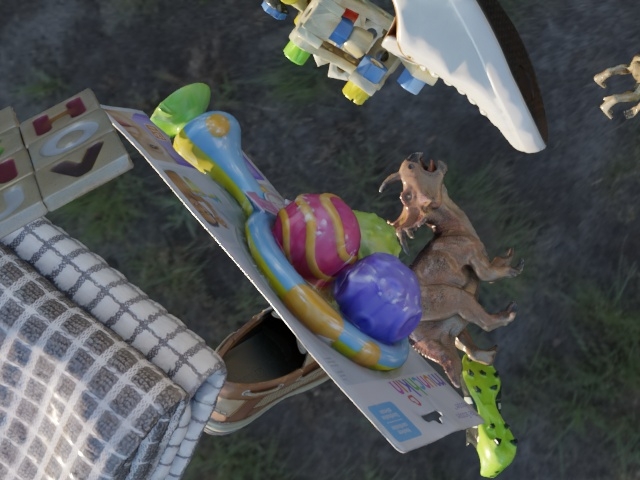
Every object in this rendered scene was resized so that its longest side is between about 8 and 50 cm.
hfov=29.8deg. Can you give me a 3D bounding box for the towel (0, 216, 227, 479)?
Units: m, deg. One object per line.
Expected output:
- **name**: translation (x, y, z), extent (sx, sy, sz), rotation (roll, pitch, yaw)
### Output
- **towel**: translation (-0.218, 0.130, 0.794), extent (0.235, 0.121, 0.284), rotation (34, 117, 13)

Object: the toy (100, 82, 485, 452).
- **toy**: translation (0.000, 0.000, 0.631), extent (0.237, 0.137, 0.056), rotation (45, 106, 19)

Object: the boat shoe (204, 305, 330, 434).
- **boat shoe**: translation (-0.034, 0.131, 1.536), extent (0.123, 0.324, 0.116), rotation (46, 140, 9)

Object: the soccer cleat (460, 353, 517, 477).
- **soccer cleat**: translation (0.209, 0.225, 1.571), extent (0.060, 0.179, 0.072), rotation (10, 132, -19)

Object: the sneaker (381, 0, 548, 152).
- **sneaker**: translation (0.145, -0.209, 1.311), extent (0.123, 0.106, 0.290), rotation (-24, 111, 26)

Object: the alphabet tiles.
- **alphabet tiles**: translation (-0.197, 0.004, 0.524), extent (0.237, 0.198, 0.009), rotation (-29, 116, -6)

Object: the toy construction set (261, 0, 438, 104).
- **toy construction set**: translation (0.032, -0.275, 1.493), extent (0.215, 0.328, 0.151), rotation (31, 99, -11)

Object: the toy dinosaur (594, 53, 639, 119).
- **toy dinosaur**: translation (0.306, -0.158, 1.136), extent (0.092, 0.183, 0.053), rotation (-30, 69, 32)

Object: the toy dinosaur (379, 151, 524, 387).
- **toy dinosaur**: translation (0.151, 0.054, 1.568), extent (0.200, 0.127, 0.296), rotation (14, 67, 1)
